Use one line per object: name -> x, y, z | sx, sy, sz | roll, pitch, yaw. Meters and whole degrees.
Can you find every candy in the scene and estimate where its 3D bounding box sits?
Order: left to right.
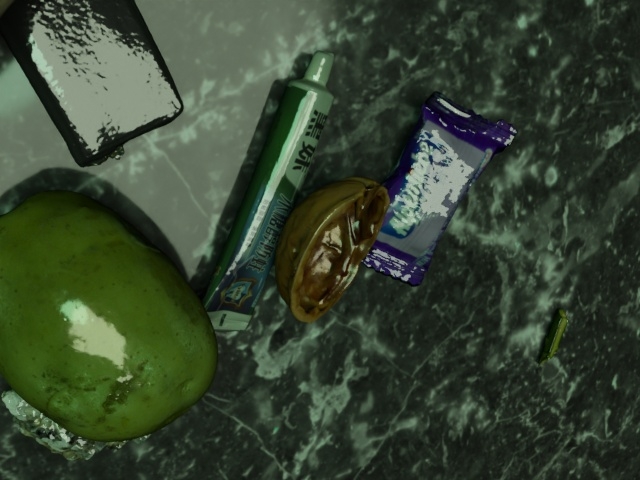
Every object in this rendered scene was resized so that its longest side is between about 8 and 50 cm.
candy -> 0.151, -0.069, 0.866 | 0.145, 0.070, 0.275 | 26, 104, -18

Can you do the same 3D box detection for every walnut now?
walnut -> -0.002, 0.000, 0.800 | 0.167, 0.087, 0.211 | -6, 126, -59

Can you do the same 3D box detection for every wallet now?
wallet -> -0.262, -0.215, 0.686 | 0.149, 0.044, 0.250 | -31, 113, -14

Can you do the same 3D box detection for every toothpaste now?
toothpaste -> -0.064, -0.056, 0.793 | 0.099, 0.061, 0.392 | 12, 102, -50

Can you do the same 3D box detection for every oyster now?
oyster -> -0.306, 0.226, 0.785 | 0.177, 0.064, 0.124 | -2, 101, -22

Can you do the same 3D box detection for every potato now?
potato -> -0.249, 0.090, 0.687 | 0.216, 0.216, 0.304 | -33, 114, -9

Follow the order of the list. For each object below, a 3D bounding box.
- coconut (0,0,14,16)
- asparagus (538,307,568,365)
coconut -> -0.386, -0.313, 0.441 | 0.416, 0.344, 0.415 | 0, 97, -1
asparagus -> 0.399, 0.170, 1.054 | 0.025, 0.021, 0.108 | 15, 99, -25
